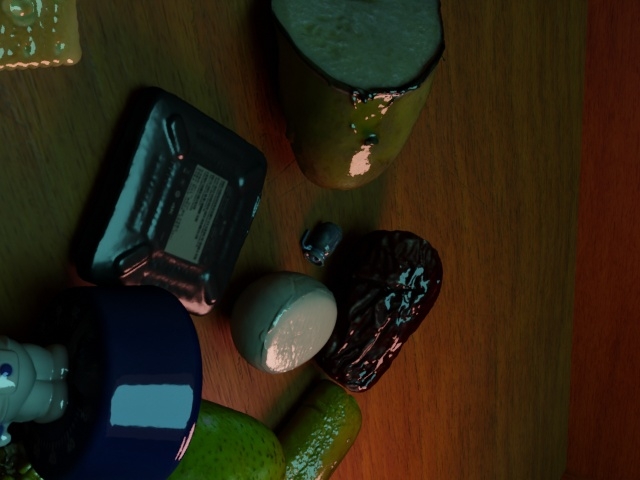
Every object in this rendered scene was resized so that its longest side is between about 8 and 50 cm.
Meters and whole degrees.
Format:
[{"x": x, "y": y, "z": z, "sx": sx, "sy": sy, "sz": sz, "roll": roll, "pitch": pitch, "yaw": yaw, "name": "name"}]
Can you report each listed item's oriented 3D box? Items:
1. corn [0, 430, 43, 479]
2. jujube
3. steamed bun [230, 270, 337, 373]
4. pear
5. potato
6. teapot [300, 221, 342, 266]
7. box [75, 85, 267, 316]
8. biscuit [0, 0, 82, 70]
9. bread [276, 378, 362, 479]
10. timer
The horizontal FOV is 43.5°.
[{"x": -0.383, "y": 0.397, "z": 1.102, "sx": 0.101, "sy": 0.101, "sz": 0.311, "roll": -36, "pitch": 131, "yaw": -43, "name": "corn"}, {"x": 0.114, "y": 0.142, "z": 1.647, "sx": 0.216, "sy": 0.216, "sz": 0.342, "roll": 32, "pitch": 82, "yaw": -55, "name": "jujube"}, {"x": -0.071, "y": 0.135, "z": 1.416, "sx": 0.228, "sy": 0.130, "sz": 0.177, "roll": -4, "pitch": 117, "yaw": -56, "name": "steamed bun"}, {"x": -0.187, "y": 0.400, "z": 1.271, "sx": 0.318, "sy": 0.238, "sz": 0.343, "roll": -10, "pitch": 112, "yaw": -45, "name": "pear"}, {"x": 0.039, "y": -0.285, "z": 1.372, "sx": 0.296, "sy": 0.289, "sz": 0.397, "roll": 107, "pitch": -20, "yaw": -54, "name": "potato"}, {"x": 0.004, "y": 0.001, "z": 1.543, "sx": 0.083, "sy": 0.049, "sz": 0.064, "roll": -57, "pitch": 143, "yaw": -23, "name": "teapot"}, {"x": -0.209, "y": -0.046, "z": 1.192, "sx": 0.289, "sy": 0.073, "sz": 0.290, "roll": 30, "pitch": 78, "yaw": -56, "name": "box"}, {"x": -0.345, "y": -0.321, "z": 0.919, "sx": 0.160, "sy": 0.030, "sz": 0.250, "roll": -21, "pitch": 120, "yaw": -50, "name": "biscuit"}, {"x": -0.040, "y": 0.453, "z": 1.611, "sx": 0.383, "sy": 0.112, "sz": 0.166, "roll": -48, "pitch": 139, "yaw": -33, "name": "bread"}, {"x": -0.363, "y": 0.163, "z": 0.945, "sx": 0.383, "sy": 0.270, "sz": 0.271, "roll": 14, "pitch": 92, "yaw": -41, "name": "timer"}]
